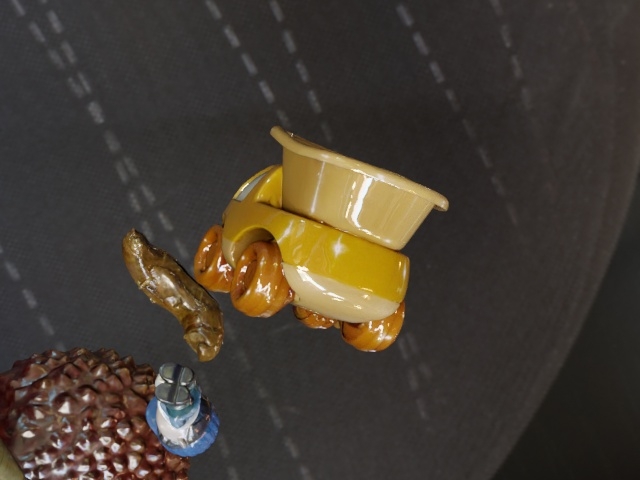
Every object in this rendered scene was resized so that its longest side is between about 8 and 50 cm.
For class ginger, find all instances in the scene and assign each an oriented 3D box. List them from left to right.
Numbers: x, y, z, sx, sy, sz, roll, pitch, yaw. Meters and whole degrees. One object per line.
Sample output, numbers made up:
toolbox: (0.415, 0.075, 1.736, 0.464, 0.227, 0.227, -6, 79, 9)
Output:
ginger: (-0.303, 0.113, 2.307, 0.309, 0.107, 0.133, 50, 23, 5)

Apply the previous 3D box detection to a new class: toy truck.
toy truck: (0.000, 0.000, 1.253, 0.204, 0.211, 0.288, 21, 2, -24)

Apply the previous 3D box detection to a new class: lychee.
lychee: (-0.344, 0.299, 1.540, 0.306, 0.331, 0.305, -179, -90, -86)

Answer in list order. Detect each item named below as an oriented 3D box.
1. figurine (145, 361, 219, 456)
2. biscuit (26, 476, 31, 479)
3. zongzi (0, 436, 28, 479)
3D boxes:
figurine: (-0.138, 0.173, 1.149, 0.136, 0.080, 0.077, 116, -15, -58)
biscuit: (-0.439, 0.318, 1.255, 0.236, 0.180, 0.039, -15, 110, -33)
zongzi: (-0.374, 0.091, 0.930, 0.260, 0.123, 0.289, 61, 15, 23)
